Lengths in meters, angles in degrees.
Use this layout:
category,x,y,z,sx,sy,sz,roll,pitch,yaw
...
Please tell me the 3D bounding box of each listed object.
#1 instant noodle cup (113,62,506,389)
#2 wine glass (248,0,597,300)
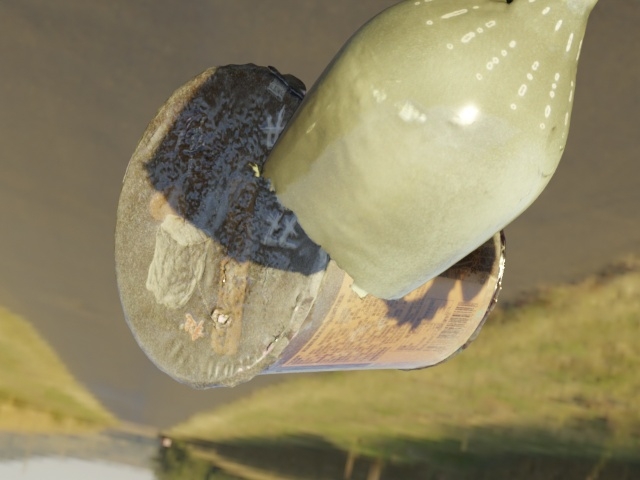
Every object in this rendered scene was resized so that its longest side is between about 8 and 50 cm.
category,x,y,z,sx,sy,sz,roll,pitch,yaw
instant noodle cup,0.000,0.000,1.055,0.207,0.217,0.217,10,176,-44
wine glass,0.085,-0.084,0.735,0.126,0.241,0.126,37,-160,-16
